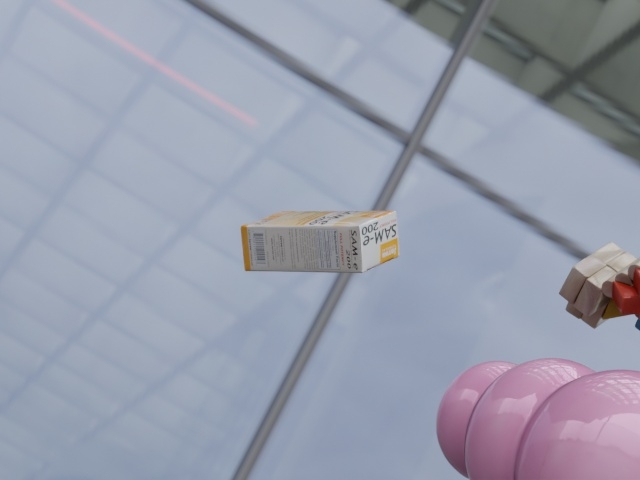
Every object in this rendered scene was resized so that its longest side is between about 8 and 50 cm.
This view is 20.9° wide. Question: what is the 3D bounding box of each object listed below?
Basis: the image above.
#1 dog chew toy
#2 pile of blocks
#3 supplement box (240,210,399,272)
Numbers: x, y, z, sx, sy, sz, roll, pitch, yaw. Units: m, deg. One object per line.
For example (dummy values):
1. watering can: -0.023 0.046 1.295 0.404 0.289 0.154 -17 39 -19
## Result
1. dog chew toy: 0.239 0.210 1.724 0.206 0.207 0.332 46 -16 -34
2. pile of blocks: 0.388 0.054 1.776 0.362 0.112 0.149 -22 -86 46
3. supplement box: 0.000 0.000 1.255 0.098 0.062 0.036 0 -79 28
